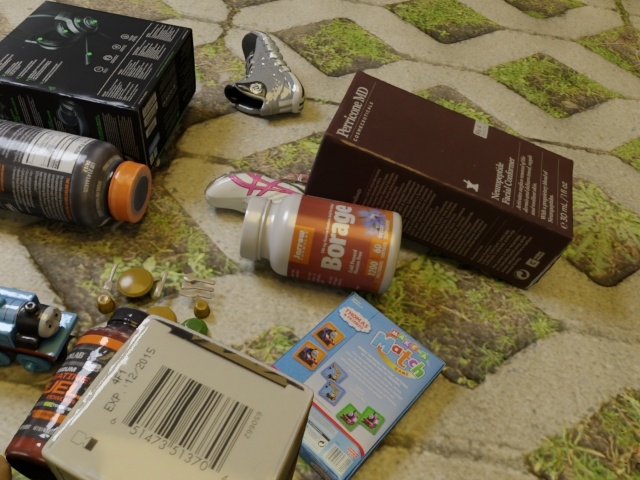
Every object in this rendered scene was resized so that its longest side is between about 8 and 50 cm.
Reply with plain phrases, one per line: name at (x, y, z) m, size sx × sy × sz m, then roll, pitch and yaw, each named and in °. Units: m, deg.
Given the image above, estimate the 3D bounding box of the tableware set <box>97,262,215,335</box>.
tableware set at (-0.223, 0.088, 0.770) m, size 0.154 × 0.024 × 0.104 m, roll 10°, pitch 52°, yaw -2°

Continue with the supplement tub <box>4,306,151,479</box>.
supplement tub at (-0.249, 0.172, 0.638) m, size 0.106 × 0.106 × 0.198 m, roll 16°, pitch 48°, yaw 5°

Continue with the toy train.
toy train at (-0.385, 0.098, 0.678) m, size 0.184 × 0.105 × 0.080 m, roll 12°, pitch 49°, yaw 2°

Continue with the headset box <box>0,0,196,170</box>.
headset box at (-0.379, -0.258, 0.927) m, size 0.283 × 0.131 × 0.246 m, roll 11°, pitch 48°, yaw 1°

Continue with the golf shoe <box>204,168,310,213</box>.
golf shoe at (-0.087, -0.064, 0.890) m, size 0.186 × 0.067 × 0.086 m, roll -1°, pitch 51°, yaw -10°

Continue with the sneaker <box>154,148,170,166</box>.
sneaker at (-0.283, -0.151, 0.964) m, size 0.035 × 0.031 × 0.083 m, roll -5°, pitch 46°, yaw -40°

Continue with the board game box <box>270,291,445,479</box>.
board game box at (0.034, 0.179, 0.719) m, size 0.160 × 0.039 × 0.211 m, roll 38°, pitch 55°, yaw 21°

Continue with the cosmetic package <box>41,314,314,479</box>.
cosmetic package at (-0.109, 0.217, 0.495) m, size 0.153 × 0.296 × 0.129 m, roll 23°, pitch 49°, yaw 9°

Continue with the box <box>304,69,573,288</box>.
box at (0.189, -0.099, 0.888) m, size 0.381 × 0.143 × 0.191 m, roll 21°, pitch 49°, yaw 1°

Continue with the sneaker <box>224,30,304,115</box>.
sneaker at (-0.135, -0.322, 1.096) m, size 0.132 × 0.086 × 0.228 m, roll -21°, pitch 57°, yaw -22°

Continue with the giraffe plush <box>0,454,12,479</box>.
giraffe plush at (-0.426, 0.220, 0.555) m, size 0.210 × 0.181 × 0.170 m, roll -38°, pitch 46°, yaw 5°

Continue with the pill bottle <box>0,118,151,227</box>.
pill bottle at (-0.378, -0.092, 0.827) m, size 0.246 × 0.130 × 0.130 m, roll 13°, pitch 49°, yaw 2°

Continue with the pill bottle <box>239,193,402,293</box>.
pill bottle at (0.000, 0.000, 0.814) m, size 0.216 × 0.121 × 0.121 m, roll 10°, pitch 49°, yaw 0°
